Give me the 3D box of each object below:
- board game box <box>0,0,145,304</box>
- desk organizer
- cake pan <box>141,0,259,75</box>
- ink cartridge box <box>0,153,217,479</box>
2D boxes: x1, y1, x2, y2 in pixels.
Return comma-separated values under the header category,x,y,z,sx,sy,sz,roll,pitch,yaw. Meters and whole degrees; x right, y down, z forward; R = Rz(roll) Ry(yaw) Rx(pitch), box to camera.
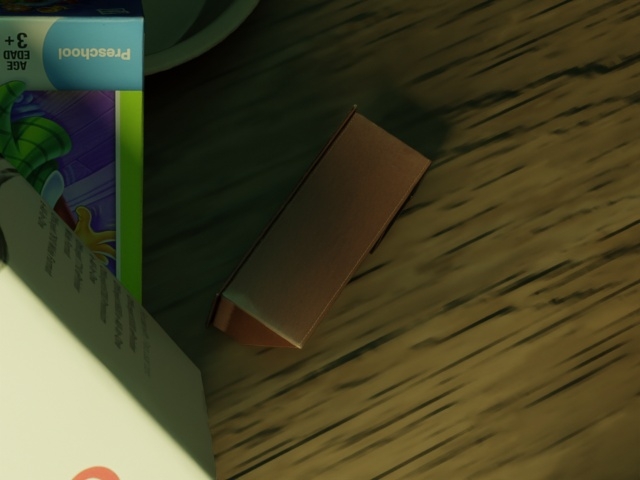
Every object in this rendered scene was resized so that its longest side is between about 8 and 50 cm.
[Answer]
category,x,y,z,sx,sy,sz,roll,pitch,yaw
board game box,-0.250,0.010,0.720,0.347,0.078,0.233,-1,108,-9
desk organizer,0.000,0.000,0.853,0.050,0.047,0.130,34,66,5
cake pan,-0.161,-0.197,0.873,0.293,0.054,0.293,13,59,-22
ink cartridge box,-0.220,0.034,0.620,0.223,0.129,0.307,-40,107,4
